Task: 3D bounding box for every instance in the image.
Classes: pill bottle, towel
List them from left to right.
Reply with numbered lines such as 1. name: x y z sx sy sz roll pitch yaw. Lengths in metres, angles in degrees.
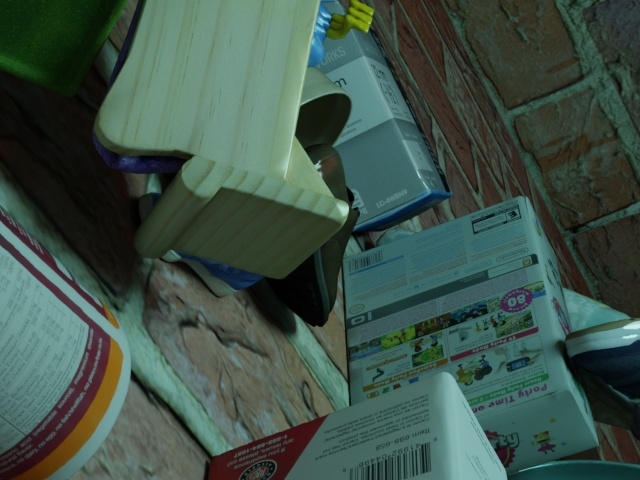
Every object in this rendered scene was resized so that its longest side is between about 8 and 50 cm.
1. pill bottle: -0.192 0.023 0.614 0.221 0.121 0.121 51 23 -44
2. towel: 0.264 0.125 1.702 0.090 0.321 0.374 -63 147 -12

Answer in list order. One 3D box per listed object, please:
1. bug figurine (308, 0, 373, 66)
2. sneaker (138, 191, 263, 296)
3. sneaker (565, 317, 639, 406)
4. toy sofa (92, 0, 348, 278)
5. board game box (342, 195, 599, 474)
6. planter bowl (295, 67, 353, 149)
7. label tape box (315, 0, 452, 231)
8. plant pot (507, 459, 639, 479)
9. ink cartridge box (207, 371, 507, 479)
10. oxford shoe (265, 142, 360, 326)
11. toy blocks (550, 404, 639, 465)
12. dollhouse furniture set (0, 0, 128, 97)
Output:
1. bug figurine: -0.085 -0.244 1.150 0.279 0.072 0.216 29 35 -5
2. sneaker: -0.078 -0.008 1.090 0.152 0.085 0.058 46 27 -52
3. sneaker: 0.358 0.165 1.332 0.282 0.099 0.153 11 70 -36
4. toy sofa: -0.057 -0.169 0.979 0.150 0.177 0.362 139 -37 -64
5. board game box: 0.147 0.109 1.418 0.303 0.224 0.097 -91 155 -52
6. planter bowl: -0.068 -0.106 1.164 0.109 0.162 0.162 48 11 15
7. label tape box: 0.024 -0.185 1.568 0.347 0.115 0.249 67 11 4
8. plant pot: 0.269 0.364 1.280 0.293 0.293 0.196 -67 158 -68
9. ink cartridge box: 0.024 0.239 0.886 0.114 0.197 0.273 59 18 -28
10. oxford shoe: 0.000 0.000 1.213 0.083 0.096 0.227 38 -27 22
11. toy blocks: 0.282 0.257 1.532 0.309 0.289 0.260 -84 153 -53
12. dollhouse furniture set: -0.262 -0.254 0.858 0.302 0.151 0.197 21 34 -29
